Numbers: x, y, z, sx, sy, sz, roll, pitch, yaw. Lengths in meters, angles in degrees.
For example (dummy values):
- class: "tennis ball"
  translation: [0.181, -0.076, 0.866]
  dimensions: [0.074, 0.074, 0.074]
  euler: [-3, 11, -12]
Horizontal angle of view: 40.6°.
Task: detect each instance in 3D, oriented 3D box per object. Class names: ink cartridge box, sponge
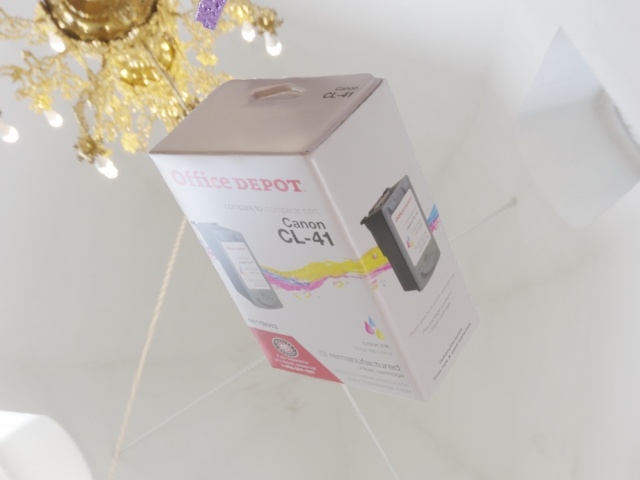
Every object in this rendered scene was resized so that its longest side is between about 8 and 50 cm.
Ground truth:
- class: "ink cartridge box"
  translation: [0.000, 0.000, 0.866]
  dimensions: [0.226, 0.306, 0.131]
  euler: [6, -135, 42]
- class: "sponge"
  translation: [-0.091, -0.326, 0.933]
  dimensions: [0.031, 0.210, 0.117]
  euler: [19, -109, -13]
